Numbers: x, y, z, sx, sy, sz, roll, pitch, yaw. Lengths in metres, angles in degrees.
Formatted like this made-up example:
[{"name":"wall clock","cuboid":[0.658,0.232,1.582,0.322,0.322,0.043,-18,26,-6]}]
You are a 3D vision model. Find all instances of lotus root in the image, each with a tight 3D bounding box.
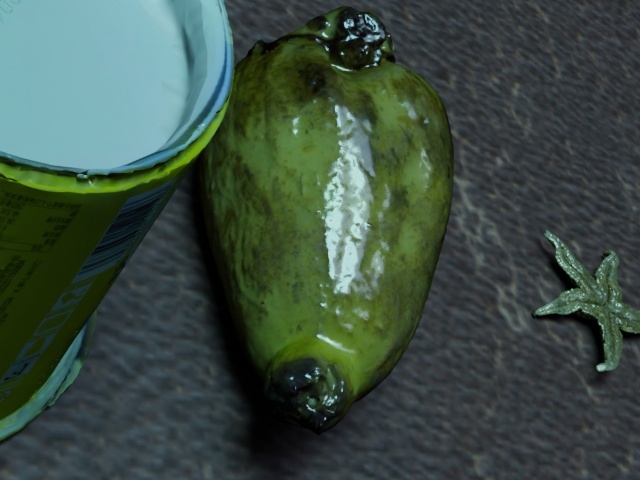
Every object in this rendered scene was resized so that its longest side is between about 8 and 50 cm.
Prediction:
[{"name":"lotus root","cuboid":[0.000,0.000,0.650,0.108,0.094,0.191,3,61,1]}]

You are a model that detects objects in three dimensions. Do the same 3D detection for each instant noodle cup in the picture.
[{"name":"instant noodle cup","cuboid":[-0.131,-0.043,0.521,0.205,0.153,0.205,22,49,-27]}]

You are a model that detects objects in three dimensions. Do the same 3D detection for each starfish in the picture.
[{"name":"starfish","cuboid":[0.144,0.036,0.795,0.086,0.016,0.092,28,39,-19]}]
